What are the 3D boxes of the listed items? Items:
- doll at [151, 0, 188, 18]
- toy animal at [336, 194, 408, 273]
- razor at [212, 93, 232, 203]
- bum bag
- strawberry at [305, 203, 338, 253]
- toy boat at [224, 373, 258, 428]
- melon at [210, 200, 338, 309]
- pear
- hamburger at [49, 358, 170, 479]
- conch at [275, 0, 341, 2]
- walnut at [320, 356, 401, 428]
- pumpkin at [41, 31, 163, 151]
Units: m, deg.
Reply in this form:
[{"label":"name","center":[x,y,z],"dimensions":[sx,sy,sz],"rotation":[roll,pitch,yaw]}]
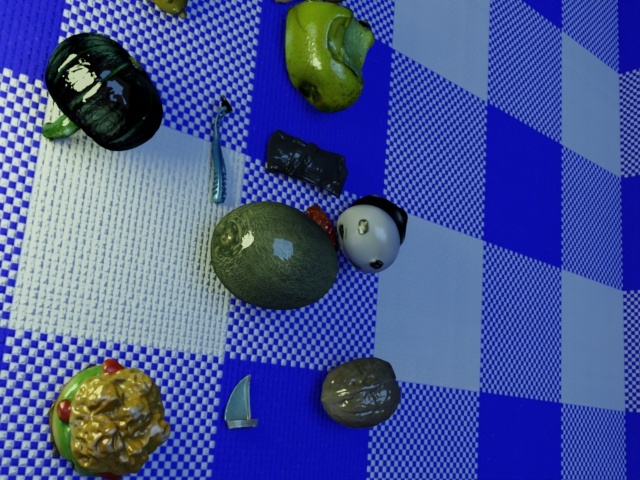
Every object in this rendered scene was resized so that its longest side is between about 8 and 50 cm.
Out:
[{"label":"doll","center":[-0.370,-0.607,1.683],"dimensions":[0.209,0.097,0.137],"rotation":[67,14,9]},{"label":"toy animal","center":[0.132,-0.015,1.945],"dimensions":[0.187,0.165,0.235],"rotation":[64,23,-12]},{"label":"razor","center":[-0.238,-0.213,1.759],"dimensions":[0.082,0.042,0.253],"rotation":[51,39,-80]},{"label":"bum bag","center":[-0.034,-0.199,1.932],"dimensions":[0.248,0.060,0.123],"rotation":[22,67,-37]},{"label":"strawberry","center":[0.000,0.004,1.915],"dimensions":[0.140,0.085,0.192],"rotation":[50,52,-23]},{"label":"toy boat","center":[-0.186,0.375,1.721],"dimensions":[0.096,0.034,0.122],"rotation":[9,69,-42]},{"label":"melon","center":[-0.101,0.038,1.708],"dimensions":[0.329,0.249,0.248],"rotation":[19,70,-42]},{"label":"pear","center":[0.015,-0.478,1.957],"dimensions":[0.238,0.164,0.255],"rotation":[25,68,-40]},{"label":"hamburger","center":[-0.402,0.348,1.439],"dimensions":[0.237,0.149,0.237],"rotation":[7,79,-41]},{"label":"conch","center":[0.006,-0.701,2.028],"dimensions":[0.330,0.093,0.109],"rotation":[-28,109,-41]},{"label":"walnut","center":[0.101,0.392,1.894],"dimensions":[0.230,0.178,0.178],"rotation":[-3,85,-32]},{"label":"pumpkin","center":[-0.450,-0.273,1.468],"dimensions":[0.248,0.248,0.248],"rotation":[9,77,-42]}]
